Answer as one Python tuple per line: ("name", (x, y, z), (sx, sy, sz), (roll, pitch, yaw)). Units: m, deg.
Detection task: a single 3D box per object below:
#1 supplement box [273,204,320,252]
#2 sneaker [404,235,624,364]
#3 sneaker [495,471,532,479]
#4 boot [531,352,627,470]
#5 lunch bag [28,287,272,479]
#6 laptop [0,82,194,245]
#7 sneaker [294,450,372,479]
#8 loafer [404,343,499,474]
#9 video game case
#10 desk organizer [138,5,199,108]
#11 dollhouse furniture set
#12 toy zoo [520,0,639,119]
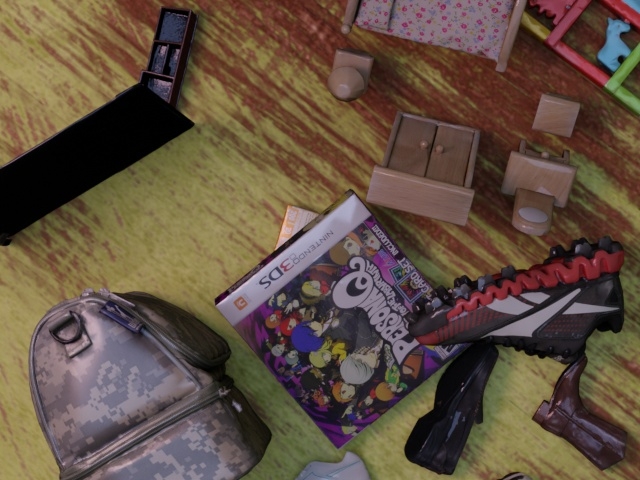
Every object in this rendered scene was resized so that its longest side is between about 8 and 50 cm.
("supplement box", (0.000, 0.000, 1.885), (0.098, 0.036, 0.062), (16, 90, 3))
("sneaker", (0.234, 0.089, 1.815), (0.276, 0.097, 0.135), (-16, 94, -17))
("sneaker", (0.183, 0.337, 1.852), (0.170, 0.068, 0.071), (-28, 93, 2))
("boot", (0.322, 0.202, 1.860), (0.114, 0.037, 0.106), (34, 104, 7))
("lunch bag", (-0.200, 0.176, 1.759), (0.212, 0.305, 0.256), (-32, 88, 2))
("laptop", (-0.394, -0.125, 1.740), (0.408, 0.382, 0.236), (25, 89, 4))
("sneaker", (-0.013, 0.297, 1.875), (0.152, 0.053, 0.061), (-20, 78, -3))
("loafer", (0.166, 0.196, 1.866), (0.061, 0.062, 0.170), (32, 90, -20))
("video game case", (0.028, 0.093, 1.851), (0.210, 0.042, 0.232), (-38, 101, 3))
("desk organizer", (-0.185, -0.215, 1.895), (0.047, 0.050, 0.130), (13, 89, 4))
("dollhouse furniture set", (0.168, -0.211, 1.737), (0.303, 0.174, 0.355), (14, 120, 2))
("toy zoo", (0.332, -0.302, 1.877), (0.293, 0.030, 0.192), (38, 91, 4))
